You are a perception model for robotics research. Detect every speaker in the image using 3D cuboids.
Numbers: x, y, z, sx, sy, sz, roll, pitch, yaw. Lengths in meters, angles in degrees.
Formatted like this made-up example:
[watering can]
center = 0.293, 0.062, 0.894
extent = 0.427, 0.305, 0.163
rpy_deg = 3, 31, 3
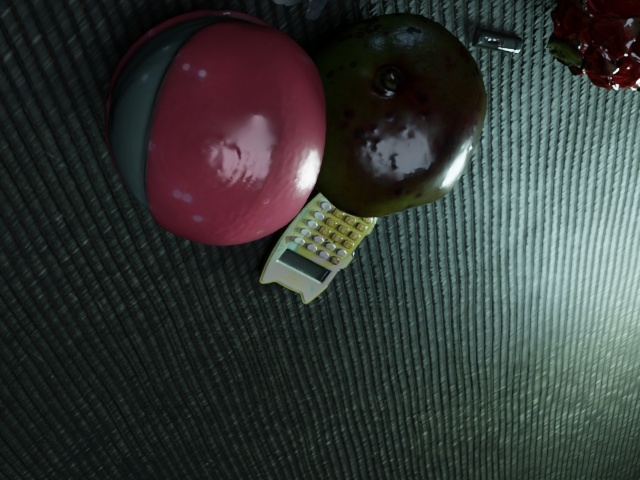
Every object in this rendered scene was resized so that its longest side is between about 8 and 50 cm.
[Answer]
[speaker]
center = -0.125, -0.136, 0.800
extent = 0.294, 0.294, 0.294
rpy_deg = -11, 127, -15

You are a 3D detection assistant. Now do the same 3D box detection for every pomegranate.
[pomegranate]
center = 0.092, -0.181, 0.933
extent = 0.291, 0.323, 0.290
rpy_deg = 0, 101, 2

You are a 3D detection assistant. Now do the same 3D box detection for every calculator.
[calculator]
center = 0.000, 0.000, 1.130
extent = 0.157, 0.033, 0.236
rpy_deg = 31, 105, -35

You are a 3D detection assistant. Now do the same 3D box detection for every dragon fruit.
[dragon fruit]
center = 0.496, -0.352, 0.968
extent = 0.299, 0.244, 0.244
rpy_deg = -2, 124, -12

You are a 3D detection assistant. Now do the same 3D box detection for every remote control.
[remote control]
center = 0.289, -0.321, 1.031
extent = 0.091, 0.016, 0.034
rpy_deg = 1, 118, -24

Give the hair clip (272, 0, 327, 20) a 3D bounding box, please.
[hair clip]
center = 0.028, -0.366, 0.790
extent = 0.146, 0.075, 0.257
rpy_deg = 2, 152, -44
